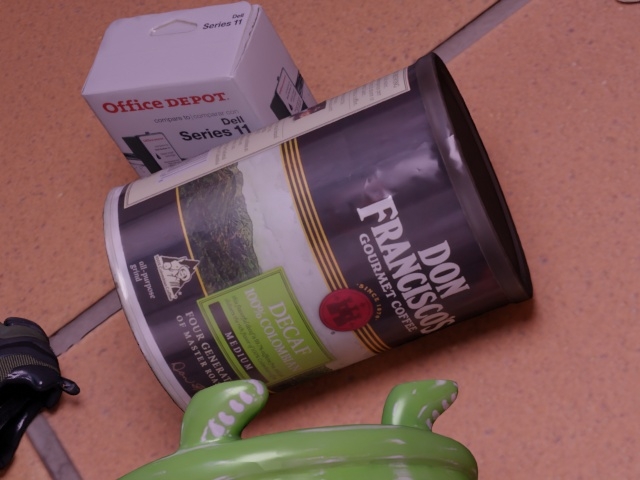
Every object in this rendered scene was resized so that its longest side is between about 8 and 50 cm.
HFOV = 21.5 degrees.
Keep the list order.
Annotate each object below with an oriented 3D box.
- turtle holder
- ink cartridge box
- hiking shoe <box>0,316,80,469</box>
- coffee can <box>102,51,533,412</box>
[{"bbox_3d":[-0.034,0.222,1.046,0.243,0.320,0.227,-30,61,37],"label":"turtle holder"},{"bbox_3d":[-0.084,-0.094,1.429,0.153,0.208,0.087,-4,50,27],"label":"ink cartridge box"},{"bbox_3d":[-0.315,0.159,1.420,0.227,0.086,0.114,-38,40,-8],"label":"hiking shoe"},{"bbox_3d":[0.000,0.000,1.301,0.275,0.201,0.201,-22,44,11],"label":"coffee can"}]
